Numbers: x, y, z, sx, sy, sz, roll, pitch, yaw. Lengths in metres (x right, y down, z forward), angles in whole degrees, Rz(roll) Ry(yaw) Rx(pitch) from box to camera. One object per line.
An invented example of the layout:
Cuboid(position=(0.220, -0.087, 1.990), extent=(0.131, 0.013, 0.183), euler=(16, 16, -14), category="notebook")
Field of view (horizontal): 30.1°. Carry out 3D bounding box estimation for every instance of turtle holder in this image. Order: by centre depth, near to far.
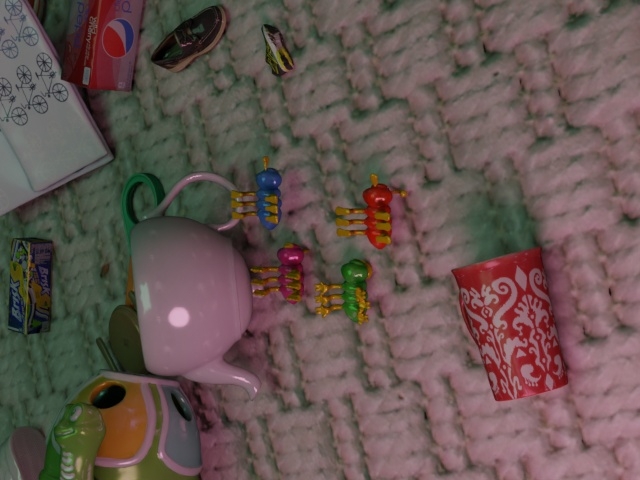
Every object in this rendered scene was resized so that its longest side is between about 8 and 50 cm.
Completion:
Cuboid(position=(-0.319, 0.312, 1.809), extent=(0.243, 0.320, 0.227), euler=(4, 81, 43), category="turtle holder")

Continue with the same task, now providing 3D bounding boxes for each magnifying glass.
Cuboid(position=(-0.299, 0.003, 1.961), extent=(0.092, 0.026, 0.231), euler=(13, 102, 40), category="magnifying glass")

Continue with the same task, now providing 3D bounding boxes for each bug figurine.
Cuboid(position=(0.000, 0.000, 1.666), extent=(0.279, 0.072, 0.216), euler=(11, 106, 36), category="bug figurine")

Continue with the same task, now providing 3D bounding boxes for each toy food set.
Cuboid(position=(-0.302, 0.166, 1.960), extent=(0.132, 0.038, 0.192), euler=(59, 140, 14), category="toy food set")

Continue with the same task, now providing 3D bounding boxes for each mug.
Cuboid(position=(0.237, 0.103, 1.462), extent=(0.113, 0.150, 0.169), euler=(-15, 86, 4), category="mug")

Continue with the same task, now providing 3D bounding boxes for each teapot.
Cuboid(position=(-0.178, 0.071, 1.757), extent=(0.252, 0.187, 0.256), euler=(-105, 10, -48), category="teapot")

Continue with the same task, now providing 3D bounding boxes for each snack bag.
Cuboid(position=(-0.559, -0.217, 2.051), extent=(0.342, 0.037, 0.323), euler=(-23, 100, 27), category="snack bag")

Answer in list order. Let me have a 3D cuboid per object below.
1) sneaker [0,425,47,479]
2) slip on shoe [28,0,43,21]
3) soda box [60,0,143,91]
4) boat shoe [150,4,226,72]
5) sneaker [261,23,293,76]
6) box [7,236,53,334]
Cuboid(position=(-0.537, 0.504, 2.155), extent=(0.169, 0.108, 0.292), euler=(-40, 57, 37), category="sneaker")
Cuboid(position=(-0.556, -0.536, 2.105), extent=(0.123, 0.101, 0.331), euler=(-2, 90, 43), category="slip on shoe")
Cuboid(position=(-0.347, -0.379, 1.934), extent=(0.083, 0.092, 0.263), euler=(21, 107, 39), category="soda box")
Cuboid(position=(-0.204, -0.310, 1.841), extent=(0.152, 0.049, 0.056), euler=(-38, 68, 36), category="boat shoe")
Cuboid(position=(-0.071, -0.277, 1.738), extent=(0.035, 0.031, 0.083), euler=(-36, 69, 37), category="sneaker")
Cuboid(position=(-0.521, 0.081, 2.141), extent=(0.059, 0.054, 0.169), euler=(10, 98, 40), category="box")
